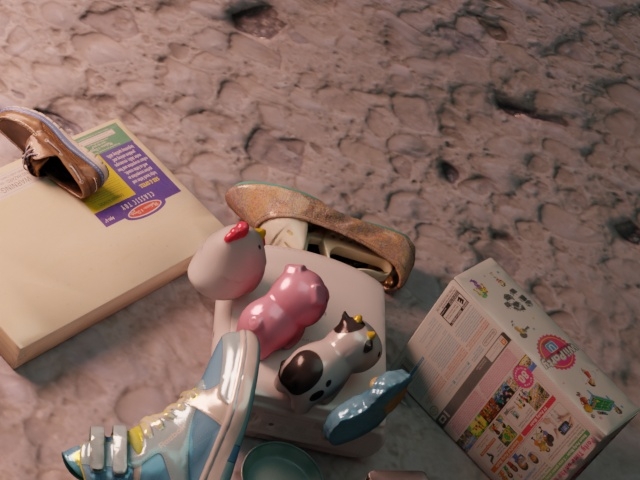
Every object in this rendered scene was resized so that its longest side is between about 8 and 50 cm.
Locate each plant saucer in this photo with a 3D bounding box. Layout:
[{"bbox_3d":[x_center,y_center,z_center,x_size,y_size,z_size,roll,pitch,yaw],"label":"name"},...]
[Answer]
[{"bbox_3d":[-0.053,0.327,1.934,0.119,0.021,0.119,14,47,-15],"label":"plant saucer"}]

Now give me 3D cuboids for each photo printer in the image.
[{"bbox_3d":[-0.029,0.143,2.050,0.256,0.107,0.308,15,46,-14],"label":"photo printer"}]

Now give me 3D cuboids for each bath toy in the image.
[{"bbox_3d":[-0.032,0.101,1.919,0.151,0.129,0.348,-29,66,-38],"label":"bath toy"}]

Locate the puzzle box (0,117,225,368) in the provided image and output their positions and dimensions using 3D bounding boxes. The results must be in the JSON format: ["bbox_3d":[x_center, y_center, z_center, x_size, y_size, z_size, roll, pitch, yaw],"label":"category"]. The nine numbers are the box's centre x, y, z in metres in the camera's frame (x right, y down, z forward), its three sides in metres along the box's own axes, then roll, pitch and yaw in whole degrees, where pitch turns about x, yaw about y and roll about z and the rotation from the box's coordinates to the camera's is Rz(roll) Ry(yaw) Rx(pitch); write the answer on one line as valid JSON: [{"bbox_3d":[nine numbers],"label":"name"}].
[{"bbox_3d":[-0.359,-0.009,2.063,0.272,0.052,0.409,45,46,17],"label":"puzzle box"}]

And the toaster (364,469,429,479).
[{"bbox_3d":[0.099,0.410,1.838,0.110,0.186,0.168,1,43,-29],"label":"toaster"}]

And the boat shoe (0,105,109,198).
[{"bbox_3d":[-0.394,-0.127,2.066,0.183,0.066,0.066,31,45,3],"label":"boat shoe"}]

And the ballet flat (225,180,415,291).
[{"bbox_3d":[0.000,0.000,2.200,0.316,0.107,0.106,17,53,-10],"label":"ballet flat"}]

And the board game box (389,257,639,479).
[{"bbox_3d":[0.270,0.212,2.055,0.097,0.224,0.303,-26,66,-43],"label":"board game box"}]

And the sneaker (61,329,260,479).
[{"bbox_3d":[-0.204,0.238,1.807,0.208,0.127,0.319,19,71,-5],"label":"sneaker"}]
